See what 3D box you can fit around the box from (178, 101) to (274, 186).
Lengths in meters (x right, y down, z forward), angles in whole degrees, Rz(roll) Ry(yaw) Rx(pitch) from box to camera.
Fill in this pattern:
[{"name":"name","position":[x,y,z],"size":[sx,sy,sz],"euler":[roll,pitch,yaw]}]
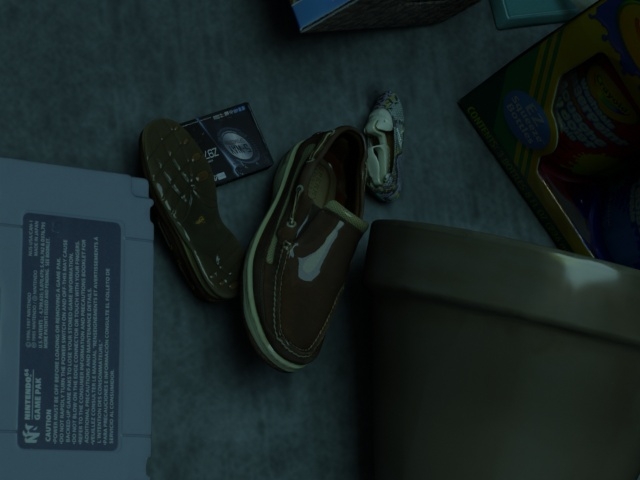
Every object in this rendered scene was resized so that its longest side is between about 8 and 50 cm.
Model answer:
[{"name":"box","position":[-0.094,-0.087,1.717],"size":[0.083,0.018,0.067],"euler":[-20,84,-27]}]

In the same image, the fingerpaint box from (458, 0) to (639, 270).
[{"name":"fingerpaint box","position":[0.385,-0.043,1.719],"size":[0.163,0.371,0.445],"euler":[-36,92,-27]}]

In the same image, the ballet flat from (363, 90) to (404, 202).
[{"name":"ballet flat","position":[0.060,-0.095,1.772],"size":[0.041,0.041,0.114],"euler":[6,75,-22]}]

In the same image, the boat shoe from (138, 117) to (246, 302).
[{"name":"boat shoe","position":[-0.126,-0.023,1.661],"size":[0.064,0.060,0.178],"euler":[-23,88,-37]}]

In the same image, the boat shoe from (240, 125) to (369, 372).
[{"name":"boat shoe","position":[-0.006,-0.004,1.648],"size":[0.095,0.095,0.257],"euler":[30,48,-28]}]

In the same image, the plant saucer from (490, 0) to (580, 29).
[{"name":"plant saucer","position":[0.264,-0.266,1.925],"size":[0.192,0.018,0.067],"euler":[-9,80,-27]}]

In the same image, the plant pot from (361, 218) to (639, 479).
[{"name":"plant pot","position":[0.174,0.152,1.636],"size":[0.323,0.323,0.280],"euler":[13,87,-20]}]

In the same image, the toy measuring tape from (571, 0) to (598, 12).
[{"name":"toy measuring tape","position":[0.363,-0.195,1.900],"size":[0.121,0.121,0.330],"euler":[-32,84,-27]}]

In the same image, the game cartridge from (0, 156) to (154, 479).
[{"name":"game cartridge","position":[-0.235,0.080,1.553],"size":[0.196,0.060,0.294],"euler":[9,77,-41]}]

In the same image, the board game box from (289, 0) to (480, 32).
[{"name":"board game box","position":[0.051,-0.362,1.744],"size":[0.232,0.141,0.291],"euler":[-11,79,-51]}]
